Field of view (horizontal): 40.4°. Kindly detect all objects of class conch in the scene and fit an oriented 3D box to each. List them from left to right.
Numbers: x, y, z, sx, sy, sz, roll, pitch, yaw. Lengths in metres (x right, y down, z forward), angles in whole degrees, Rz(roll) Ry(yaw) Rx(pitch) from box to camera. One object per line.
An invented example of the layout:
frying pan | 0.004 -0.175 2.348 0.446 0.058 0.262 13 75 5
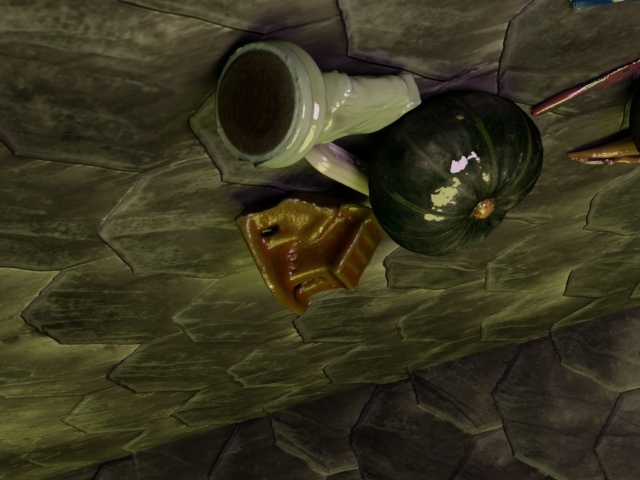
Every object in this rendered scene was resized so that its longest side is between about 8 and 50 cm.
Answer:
conch | 0.651 -0.197 1.690 0.330 0.093 0.109 -1 179 18

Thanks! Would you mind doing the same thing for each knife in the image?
knife | 0.480 -0.269 1.495 0.247 0.018 0.035 -24 152 15

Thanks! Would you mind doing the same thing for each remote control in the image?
remote control | 0.042 -0.126 1.465 0.042 0.078 0.221 -47 146 18

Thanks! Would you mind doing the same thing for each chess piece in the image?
chess piece | 0.004 -0.191 1.248 0.175 0.176 0.298 -35 162 37

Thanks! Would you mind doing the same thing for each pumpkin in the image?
pumpkin | 0.218 -0.115 1.431 0.300 0.207 0.300 -21 143 -17

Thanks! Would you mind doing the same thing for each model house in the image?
model house | -0.002 0.002 1.596 0.239 0.173 0.268 -19 158 10

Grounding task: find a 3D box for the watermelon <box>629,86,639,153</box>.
watermelon | 0.642 -0.208 1.493 0.212 0.212 0.212 -13 156 -6

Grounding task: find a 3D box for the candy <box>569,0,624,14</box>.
candy | 0.421 -0.362 1.235 0.136 0.038 0.088 -9 154 9
